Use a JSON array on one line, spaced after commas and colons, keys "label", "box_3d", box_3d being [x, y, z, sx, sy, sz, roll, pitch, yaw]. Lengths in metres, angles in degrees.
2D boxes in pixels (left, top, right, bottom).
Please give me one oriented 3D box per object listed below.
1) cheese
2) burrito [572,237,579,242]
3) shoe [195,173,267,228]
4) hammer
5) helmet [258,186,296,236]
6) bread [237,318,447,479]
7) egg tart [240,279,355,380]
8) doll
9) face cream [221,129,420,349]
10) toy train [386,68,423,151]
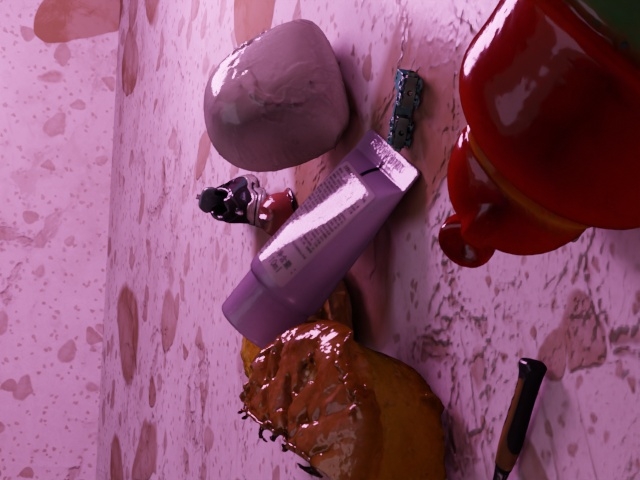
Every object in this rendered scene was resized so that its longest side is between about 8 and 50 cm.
[{"label": "cheese", "box_3d": [-0.060, -0.178, 1.404, 0.154, 0.189, 0.198, 68, -174, -48]}, {"label": "burrito", "box_3d": [0.189, -0.189, 0.879, 0.117, 0.076, 0.392, 150, 123, -72]}, {"label": "shoe", "box_3d": [-0.145, -0.064, 1.701, 0.169, 0.099, 0.071, -140, 54, -66]}, {"label": "hammer", "box_3d": [0.164, 0.194, 0.952, 0.078, 0.021, 0.201, -123, 41, -57]}, {"label": "helmet", "box_3d": [-0.066, -0.040, 1.559, 0.084, 0.049, 0.065, -107, 27, -42]}, {"label": "bread", "box_3d": [0.030, 0.169, 1.117, 0.260, 0.160, 0.147, 19, 85, 64]}, {"label": "egg tart", "box_3d": [-0.044, 0.122, 1.397, 0.291, 0.107, 0.291, -176, 90, -68]}, {"label": "doll", "box_3d": [0.185, -0.100, 0.696, 0.363, 0.182, 0.160, -54, -5, 40]}, {"label": "face cream", "box_3d": [0.000, 0.000, 1.251, 0.274, 0.096, 0.154, -51, 27, 9]}, {"label": "toy train", "box_3d": [0.090, -0.145, 1.196, 0.045, 0.029, 0.092, -114, 32, -64]}]
